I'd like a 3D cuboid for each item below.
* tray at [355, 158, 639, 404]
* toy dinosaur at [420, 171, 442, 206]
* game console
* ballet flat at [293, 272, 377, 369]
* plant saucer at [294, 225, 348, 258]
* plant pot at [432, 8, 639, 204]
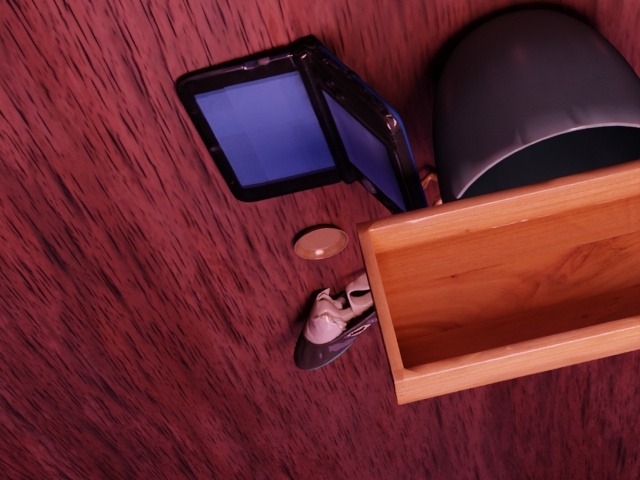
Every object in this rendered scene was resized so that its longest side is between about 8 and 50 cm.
[{"bbox_3d":[0.263,0.037,1.341,0.411,0.203,0.076,-12,149,-1],"label":"tray"},{"bbox_3d":[0.190,-0.097,1.705,0.112,0.064,0.211,-41,147,-8],"label":"toy dinosaur"},{"bbox_3d":[-0.012,-0.099,1.516,0.173,0.250,0.293,-39,149,-8],"label":"game console"},{"bbox_3d":[0.049,0.107,1.938,0.280,0.095,0.096,-35,133,15],"label":"ballet flat"},{"bbox_3d":[0.000,0.000,1.810,0.083,0.015,0.083,-10,148,-6],"label":"plant saucer"},{"bbox_3d":[0.271,-0.142,1.478,0.293,0.235,0.293,-9,148,-5],"label":"plant pot"}]
